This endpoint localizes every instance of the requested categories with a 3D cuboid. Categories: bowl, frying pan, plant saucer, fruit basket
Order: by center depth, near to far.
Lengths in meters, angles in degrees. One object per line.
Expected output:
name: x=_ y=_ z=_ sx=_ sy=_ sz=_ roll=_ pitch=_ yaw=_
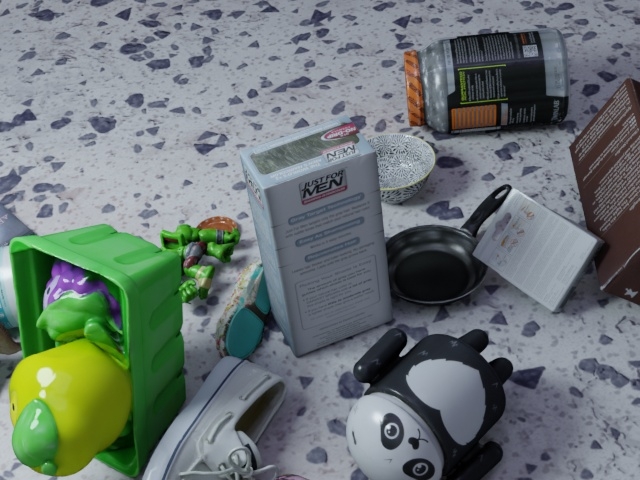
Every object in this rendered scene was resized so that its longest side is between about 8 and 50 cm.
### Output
fruit basket: x=-0.368 y=0.196 z=1.677 sx=0.282 sy=0.392 sz=0.392 roll=21 pitch=50 yaw=28
frying pan: x=0.216 y=0.004 z=2.020 sx=0.197 sy=0.053 sz=0.326 roll=10 pitch=44 yaw=16
plant saucer: x=-0.198 y=-0.014 z=2.137 sx=0.083 sy=0.013 sz=0.083 roll=-5 pitch=43 yaw=5
bowl: x=0.136 y=-0.123 z=2.151 sx=0.170 sy=0.080 sz=0.170 roll=-4 pitch=42 yaw=4

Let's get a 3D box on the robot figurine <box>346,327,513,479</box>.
robot figurine: x=0.164 y=0.250 z=1.672 sx=0.209 sy=0.174 sz=0.278 roll=28 pitch=53 yaw=36

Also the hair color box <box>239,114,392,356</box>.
hair color box: x=0.000 y=0.000 z=1.821 sx=0.185 sy=0.375 sz=0.114 roll=-20 pitch=44 yaw=-12

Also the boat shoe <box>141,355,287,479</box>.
boat shoe: x=-0.141 y=0.327 z=1.687 sx=0.156 sy=0.136 sz=0.367 roll=13 pitch=37 yaw=18

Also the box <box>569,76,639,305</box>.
box: x=0.559 y=-0.085 z=1.932 sx=0.143 sy=0.191 sz=0.381 roll=22 pitch=41 yaw=-16

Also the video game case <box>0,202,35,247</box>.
video game case: x=-0.715 y=-0.021 z=2.222 sx=0.196 sy=0.026 sz=0.274 roll=-35 pitch=48 yaw=-26

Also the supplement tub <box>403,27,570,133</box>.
supplement tub: x=0.328 y=-0.316 z=2.245 sx=0.315 sy=0.194 sz=0.194 roll=-4 pitch=43 yaw=4

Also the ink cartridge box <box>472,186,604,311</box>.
ink cartridge box: x=0.368 y=0.015 z=1.910 sx=0.179 sy=0.145 sz=0.045 roll=38 pitch=17 yaw=30

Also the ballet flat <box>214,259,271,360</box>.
ballet flat: x=-0.135 y=0.130 z=1.937 sx=0.077 sy=0.091 sz=0.241 roll=-20 pitch=28 yaw=35

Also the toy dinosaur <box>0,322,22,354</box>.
toy dinosaur: x=-0.617 y=0.144 z=1.863 sx=0.295 sy=0.200 sz=0.127 roll=7 pitch=16 yaw=-25

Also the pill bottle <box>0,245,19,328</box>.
pill bottle: x=-0.639 y=0.099 z=1.990 sx=0.264 sy=0.146 sz=0.146 roll=-10 pitch=42 yaw=-2

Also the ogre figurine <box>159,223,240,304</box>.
ogre figurine: x=-0.236 y=0.029 z=2.037 sx=0.118 sy=0.097 sz=0.197 roll=20 pitch=63 yaw=15

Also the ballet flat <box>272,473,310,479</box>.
ballet flat: x=-0.100 y=0.405 z=1.612 sx=0.221 sy=0.079 sz=0.077 roll=-32 pitch=81 yaw=-26
